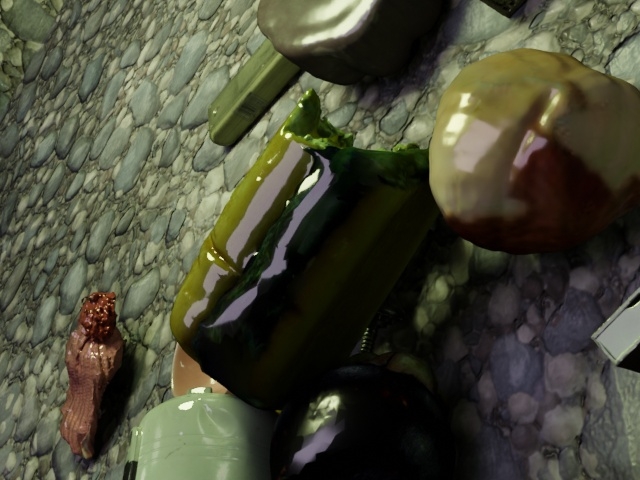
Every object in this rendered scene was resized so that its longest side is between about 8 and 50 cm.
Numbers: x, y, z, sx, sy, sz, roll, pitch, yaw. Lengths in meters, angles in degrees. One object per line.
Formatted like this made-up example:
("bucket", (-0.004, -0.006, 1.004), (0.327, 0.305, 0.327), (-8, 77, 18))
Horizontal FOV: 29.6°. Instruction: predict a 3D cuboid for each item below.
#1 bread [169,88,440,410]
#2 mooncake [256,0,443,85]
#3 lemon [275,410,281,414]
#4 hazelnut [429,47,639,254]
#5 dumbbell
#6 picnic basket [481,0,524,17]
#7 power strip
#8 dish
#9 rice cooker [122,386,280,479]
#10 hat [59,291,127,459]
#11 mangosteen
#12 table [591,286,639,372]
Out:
("bread", (-0.021, 0.021, 1.448), (0.208, 0.251, 0.376), (32, 96, 29))
("mooncake", (0.057, -0.386, 1.846), (0.306, 0.154, 0.306), (-19, 59, 35))
("lemon", (-0.054, 0.212, 1.641), (0.109, 0.109, 0.133), (-11, 73, 51))
("hazelnut", (0.243, -0.098, 1.375), (0.261, 0.241, 0.261), (-8, 56, 12))
("dumbbell", (0.088, 0.036, 1.587), (0.110, 0.110, 0.254), (4, 78, 55))
("picnic basket", (0.244, -0.441, 1.678), (0.154, 0.134, 0.196), (-46, 36, 29))
("power strip", (-0.067, -0.315, 2.083), (0.387, 0.066, 0.092), (-46, 35, 28))
("dish", (-0.125, 0.167, 1.790), (0.213, 0.090, 0.213), (-33, 45, 40))
("rice cooker", (-0.139, 0.325, 1.501), (0.226, 0.226, 0.244), (-31, 46, 39))
("hat", (-0.392, 0.209, 2.105), (0.236, 0.107, 0.286), (-120, 39, -52))
("mangosteen", (0.051, 0.235, 1.399), (0.243, 0.243, 0.243), (-33, 43, 37))
("table", (0.394, 0.053, 1.138), (0.240, 0.121, 0.111), (-50, 52, 19))
